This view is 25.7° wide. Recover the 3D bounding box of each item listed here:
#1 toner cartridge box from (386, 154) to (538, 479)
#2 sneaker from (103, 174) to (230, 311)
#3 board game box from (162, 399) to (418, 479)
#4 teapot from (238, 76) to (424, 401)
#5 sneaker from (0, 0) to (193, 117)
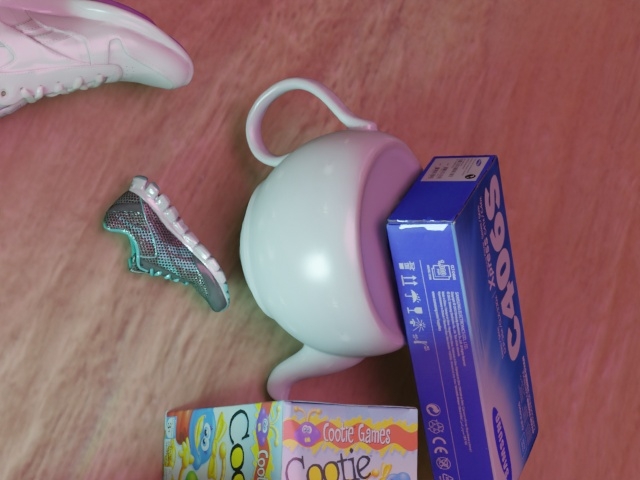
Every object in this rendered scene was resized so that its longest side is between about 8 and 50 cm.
[{"bbox_3d":[0.156,0.100,1.482,0.165,0.075,0.348,-50,134,-54],"label":"toner cartridge box"},{"bbox_3d":[-0.161,0.016,1.455,0.076,0.065,0.166,-40,98,-11],"label":"sneaker"},{"bbox_3d":[-0.037,0.233,1.353,0.144,0.275,0.142,7,79,-27],"label":"board game box"},{"bbox_3d":[0.000,0.000,1.470,0.252,0.187,0.256,61,37,-41],"label":"teapot"},{"bbox_3d":[-0.280,-0.178,1.398,0.305,0.114,0.152,12,83,-17],"label":"sneaker"}]
